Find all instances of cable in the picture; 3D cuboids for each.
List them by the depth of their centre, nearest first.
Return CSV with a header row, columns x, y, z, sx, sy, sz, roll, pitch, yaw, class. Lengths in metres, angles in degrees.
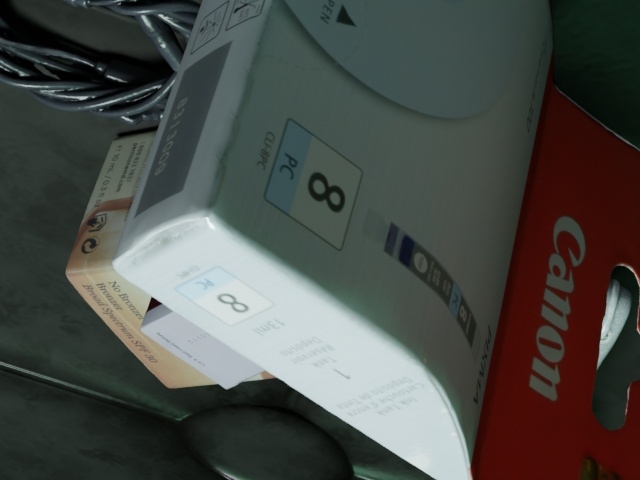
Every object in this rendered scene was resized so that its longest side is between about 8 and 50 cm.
x,y,z,sx,sy,sz,roll,pitch,yaw,class
-0.151,-0.131,1.190,0.184,0.047,0.150,25,152,-5,cable

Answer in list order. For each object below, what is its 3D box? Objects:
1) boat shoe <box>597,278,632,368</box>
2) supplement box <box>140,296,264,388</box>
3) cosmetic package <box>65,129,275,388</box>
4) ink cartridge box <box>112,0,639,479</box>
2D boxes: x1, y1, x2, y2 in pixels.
x,y,z,sx,sy,sz,roll,pitch,yaw,class
0.158,0.128,1.389,0.103,0.118,0.320,13,139,9,boat shoe
-0.011,-0.042,1.107,0.073,0.239,0.130,37,140,-26,supplement box
0.000,0.000,1.257,0.296,0.129,0.153,-10,137,29,cosmetic package
0.094,-0.024,1.037,0.385,0.308,0.091,34,141,-25,ink cartridge box
